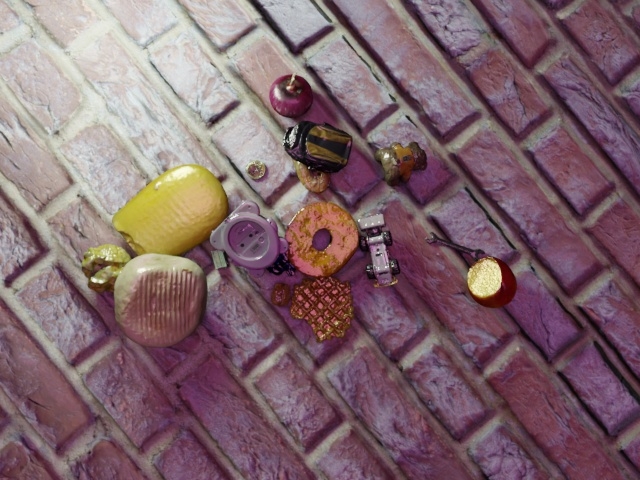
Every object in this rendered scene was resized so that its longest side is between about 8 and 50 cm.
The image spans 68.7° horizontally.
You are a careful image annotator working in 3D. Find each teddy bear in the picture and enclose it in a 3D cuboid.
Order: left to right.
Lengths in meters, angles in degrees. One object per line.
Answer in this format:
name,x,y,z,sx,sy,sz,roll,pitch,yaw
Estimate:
teddy bear,0.334,-0.322,1.880,0.190,0.140,0.177,-20,85,-12

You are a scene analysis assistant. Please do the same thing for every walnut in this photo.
walnut,-0.156,0.217,1.852,0.079,0.083,0.096,11,84,-30

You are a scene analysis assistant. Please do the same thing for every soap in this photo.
soap,-0.566,-0.106,1.826,0.428,0.115,0.306,-33,90,2

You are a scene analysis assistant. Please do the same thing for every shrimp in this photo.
shrimp,-0.040,-0.302,1.897,0.133,0.053,0.235,-28,88,-8

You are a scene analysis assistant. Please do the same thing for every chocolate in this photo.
chocolate,-0.244,0.032,1.848,0.343,0.126,0.148,42,50,-7

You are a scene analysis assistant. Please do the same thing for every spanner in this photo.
spanner,0.552,0.024,1.926,0.255,0.015,0.054,19,87,-2

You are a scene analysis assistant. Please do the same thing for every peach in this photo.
peach,0.672,0.163,1.840,0.190,0.190,0.192,-34,108,-4

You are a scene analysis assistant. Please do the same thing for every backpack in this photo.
backpack,-0.019,-0.373,1.841,0.259,0.133,0.206,16,75,-18

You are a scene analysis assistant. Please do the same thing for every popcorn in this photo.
popcorn,-0.808,0.109,1.781,0.186,0.167,0.187,-8,95,-11

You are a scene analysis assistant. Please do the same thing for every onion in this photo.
onion,-0.116,-0.574,1.861,0.178,0.153,0.177,0,100,-1

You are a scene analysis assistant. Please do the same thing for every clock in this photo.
clock,-0.259,-0.001,1.741,0.227,0.090,0.248,-44,103,5

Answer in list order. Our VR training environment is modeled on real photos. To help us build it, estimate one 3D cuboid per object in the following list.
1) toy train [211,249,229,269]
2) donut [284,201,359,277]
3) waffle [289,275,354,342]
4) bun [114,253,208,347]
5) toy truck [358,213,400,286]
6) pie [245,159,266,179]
toy train,-0.401,0.072,1.868,0.057,0.038,0.093,-16,88,3
donut,0.000,0.000,1.856,0.303,0.110,0.302,0,87,-5
waffle,0.006,0.268,1.869,0.292,0.051,0.290,0,88,-3
bun,-0.593,0.211,1.751,0.362,0.213,0.360,-6,105,-25
toy truck,0.232,0.043,1.863,0.137,0.111,0.285,-13,85,12
pie,-0.261,-0.288,1.902,0.085,0.017,0.085,0,88,-3
